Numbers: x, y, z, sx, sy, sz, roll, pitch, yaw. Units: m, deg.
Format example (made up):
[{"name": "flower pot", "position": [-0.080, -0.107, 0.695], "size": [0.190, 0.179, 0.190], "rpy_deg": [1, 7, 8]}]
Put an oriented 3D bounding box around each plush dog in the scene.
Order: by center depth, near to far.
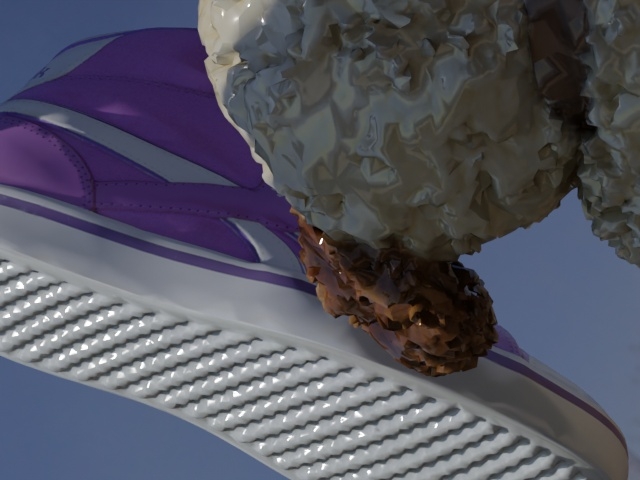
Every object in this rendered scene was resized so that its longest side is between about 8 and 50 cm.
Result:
[{"name": "plush dog", "position": [0.077, -0.066, 0.543], "size": [0.210, 0.225, 0.262], "rpy_deg": [-56, -42, -78]}]

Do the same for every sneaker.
[{"name": "sneaker", "position": [0.000, -0.001, 0.724], "size": [0.102, 0.282, 0.161], "rpy_deg": [102, -165, -52]}]
